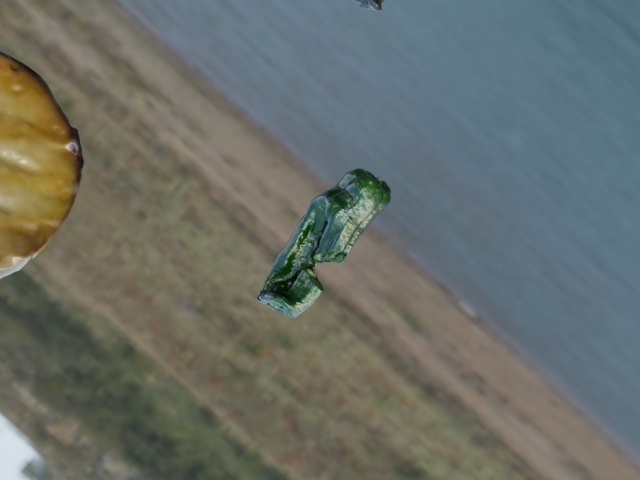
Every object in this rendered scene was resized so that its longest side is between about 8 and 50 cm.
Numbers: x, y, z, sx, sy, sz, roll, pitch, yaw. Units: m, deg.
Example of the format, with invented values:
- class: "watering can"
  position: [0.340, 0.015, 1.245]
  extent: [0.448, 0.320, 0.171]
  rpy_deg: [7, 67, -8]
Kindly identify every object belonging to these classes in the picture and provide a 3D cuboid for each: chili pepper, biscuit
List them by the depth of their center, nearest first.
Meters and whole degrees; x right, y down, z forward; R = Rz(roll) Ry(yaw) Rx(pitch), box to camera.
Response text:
- class: "biscuit"
  position: [-0.431, -0.092, 1.850]
  extent: [0.296, 0.296, 0.102]
  rpy_deg: [42, 152, -14]
- class: "chili pepper"
  position: [0.001, 0.001, 2.247]
  extent: [0.083, 0.253, 0.099]
  rpy_deg: [33, -172, -32]

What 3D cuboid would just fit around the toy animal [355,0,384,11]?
- class: "toy animal"
  position: [0.050, -0.222, 1.180]
  extent: [0.047, 0.065, 0.136]
  rpy_deg: [49, -142, -37]
